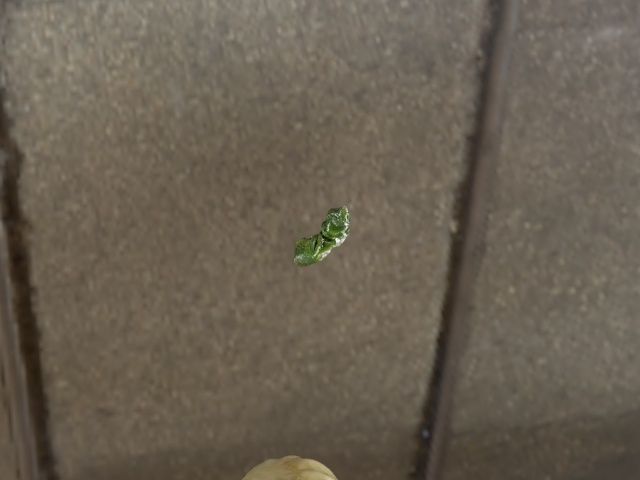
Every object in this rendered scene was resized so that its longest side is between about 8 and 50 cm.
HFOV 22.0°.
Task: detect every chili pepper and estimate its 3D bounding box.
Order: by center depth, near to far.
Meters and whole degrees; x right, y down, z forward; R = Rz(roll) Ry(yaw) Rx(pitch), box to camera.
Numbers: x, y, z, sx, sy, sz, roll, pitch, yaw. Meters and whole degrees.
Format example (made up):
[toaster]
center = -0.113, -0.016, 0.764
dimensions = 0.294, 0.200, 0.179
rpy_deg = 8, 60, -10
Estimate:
[chili pepper]
center = 0.000, 0.000, 1.049
dimensions = 0.022, 0.027, 0.083
rpy_deg = 45, 151, -2

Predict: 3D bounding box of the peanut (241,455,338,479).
[peanut]
center = -0.008, 0.216, 0.940
dimensions = 0.083, 0.194, 0.093
rpy_deg = 4, 153, -24
